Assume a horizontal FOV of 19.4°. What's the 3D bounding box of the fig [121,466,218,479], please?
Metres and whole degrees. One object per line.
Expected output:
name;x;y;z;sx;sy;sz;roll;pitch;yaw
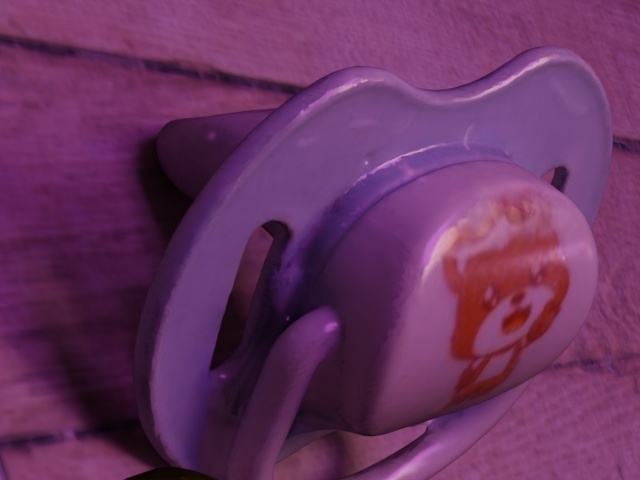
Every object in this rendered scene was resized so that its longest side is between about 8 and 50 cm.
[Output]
fig;-0.041;0.125;0.643;0.123;0.123;0.156;53;21;-22

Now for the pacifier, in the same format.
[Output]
pacifier;0.000;0.000;0.830;0.279;0.227;0.207;-11;41;-45
